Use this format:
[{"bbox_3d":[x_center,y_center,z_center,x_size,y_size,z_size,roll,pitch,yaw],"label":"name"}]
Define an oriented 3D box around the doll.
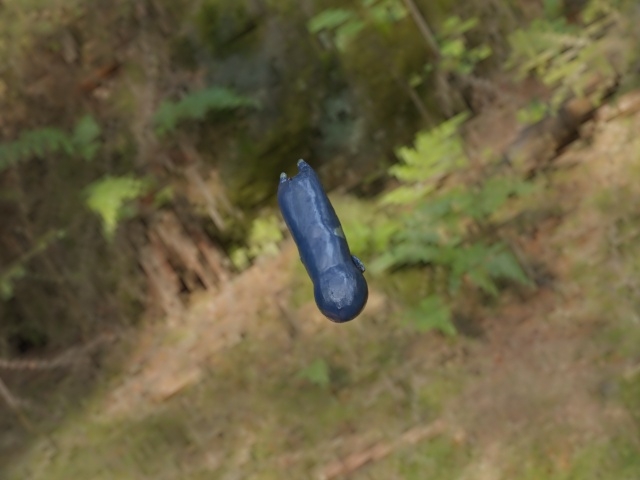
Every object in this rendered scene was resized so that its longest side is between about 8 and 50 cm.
[{"bbox_3d":[0.000,0.000,1.131,0.037,0.027,0.125,-36,55,22],"label":"doll"}]
